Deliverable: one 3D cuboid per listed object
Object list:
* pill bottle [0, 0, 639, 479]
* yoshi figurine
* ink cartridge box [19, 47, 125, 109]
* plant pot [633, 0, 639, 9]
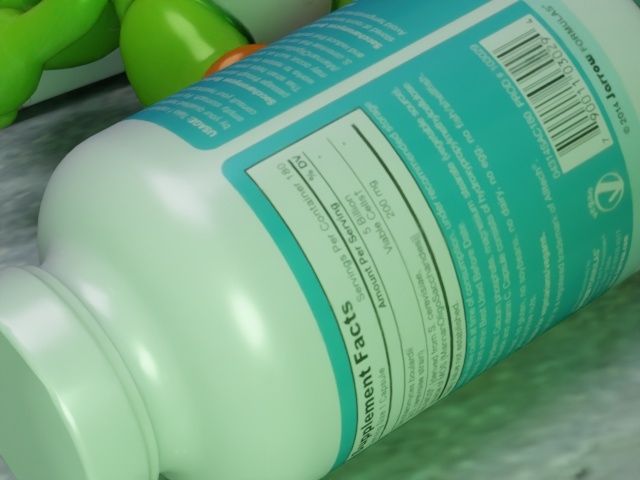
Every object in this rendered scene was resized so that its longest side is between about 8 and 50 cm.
[{"bbox_3d":[0.000,0.000,0.705,0.264,0.146,0.146,-30,28,-26],"label":"pill bottle"},{"bbox_3d":[-0.077,-0.116,0.962,0.203,0.203,0.362,-53,54,9],"label":"yoshi figurine"},{"bbox_3d":[-0.201,-0.195,1.133,0.306,0.226,0.131,-22,24,-7],"label":"ink cartridge box"},{"bbox_3d":[0.208,-0.165,0.856,0.293,0.196,0.293,-14,26,7],"label":"plant pot"}]
